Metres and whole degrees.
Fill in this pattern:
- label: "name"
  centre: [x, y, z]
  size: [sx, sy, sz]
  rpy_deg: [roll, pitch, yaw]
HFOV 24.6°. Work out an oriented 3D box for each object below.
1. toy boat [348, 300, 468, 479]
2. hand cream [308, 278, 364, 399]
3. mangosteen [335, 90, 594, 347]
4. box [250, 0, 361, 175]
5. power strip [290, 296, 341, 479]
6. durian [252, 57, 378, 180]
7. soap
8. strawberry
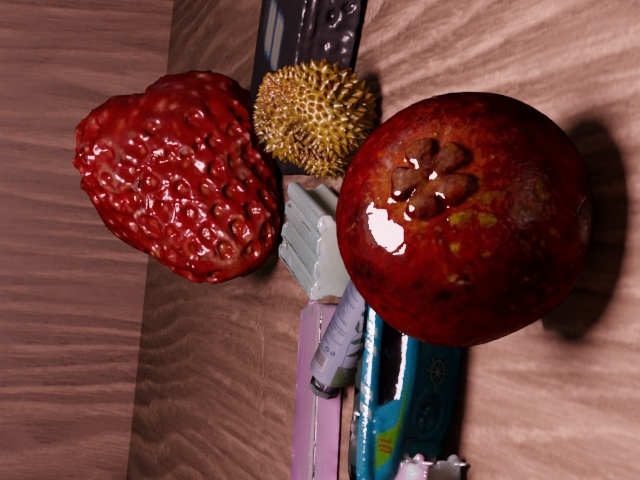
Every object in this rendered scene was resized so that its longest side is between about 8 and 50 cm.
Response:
- label: "toy boat"
  centre: [0.106, 0.108, 1.443]
  size: [0.092, 0.134, 0.299]
  rpy_deg: [2, 83, 38]
- label: "hand cream"
  centre: [0.040, 0.086, 1.758]
  size: [0.088, 0.055, 0.256]
  rpy_deg: [-93, 18, -55]
- label: "mangosteen"
  centre: [0.129, -0.008, 1.236]
  size: [0.257, 0.215, 0.215]
  rpy_deg: [44, -137, -63]
- label: "box"
  centre: [-0.028, -0.297, 2.079]
  size: [0.350, 0.091, 0.359]
  rpy_deg: [-116, 35, -64]
- label: "power strip"
  centre: [-0.004, 0.211, 1.896]
  size: [0.109, 0.037, 0.279]
  rpy_deg: [151, 124, -71]
- label: "durian"
  centre: [-0.004, -0.153, 1.830]
  size: [0.158, 0.168, 0.137]
  rpy_deg: [-48, 18, 37]
- label: "soap"
  centre: [0.000, 0.000, 1.910]
  size: [0.198, 0.063, 0.115]
  rpy_deg: [-128, 45, -69]
- label: "strawberry"
  centre: [-0.197, -0.091, 2.267]
  size: [0.345, 0.317, 0.295]
  rpy_deg: [53, 131, 40]
